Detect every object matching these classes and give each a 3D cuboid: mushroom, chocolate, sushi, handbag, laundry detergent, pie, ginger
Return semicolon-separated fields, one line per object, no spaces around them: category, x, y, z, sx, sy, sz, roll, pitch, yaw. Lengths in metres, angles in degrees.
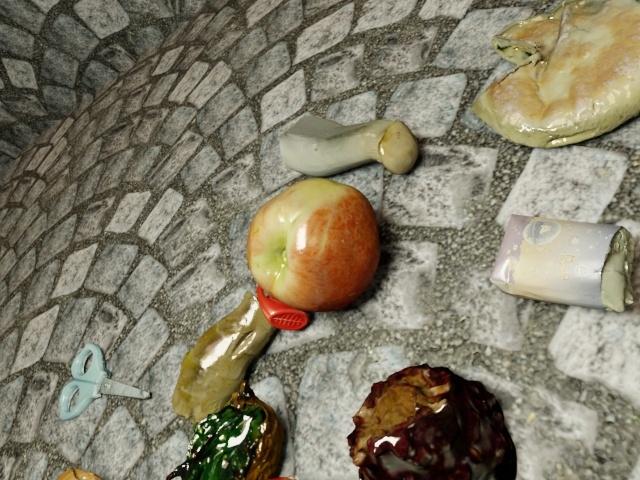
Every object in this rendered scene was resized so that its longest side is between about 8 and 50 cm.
mushroom;0.054;-0.208;0.948;0.328;0.122;0.159;11;78;41
chocolate;0.107;0.241;0.561;0.224;0.177;0.206;-46;44;0
sushi;-0.160;0.367;0.706;0.149;0.140;0.287;15;71;37
handbag;0.329;0.031;0.598;0.173;0.095;0.117;10;73;50
laundry detergent;-0.081;0.099;0.865;0.049;0.097;0.165;-60;32;23
pie;0.426;-0.294;0.753;0.337;0.075;0.338;-16;54;23
ginger;-0.184;0.222;0.847;0.116;0.109;0.263;27;79;48

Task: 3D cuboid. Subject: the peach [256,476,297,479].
peach;-0.053;0.426;0.552;0.195;0.190;0.226;-11;45;-2

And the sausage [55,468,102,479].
sausage;-0.506;0.567;0.854;0.136;0.120;0.241;3;64;52

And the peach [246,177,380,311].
peach;0.000;0.000;0.794;0.232;0.256;0.233;11;110;33

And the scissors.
scissors;-0.516;0.350;1.077;0.360;0.029;0.191;-4;63;34
